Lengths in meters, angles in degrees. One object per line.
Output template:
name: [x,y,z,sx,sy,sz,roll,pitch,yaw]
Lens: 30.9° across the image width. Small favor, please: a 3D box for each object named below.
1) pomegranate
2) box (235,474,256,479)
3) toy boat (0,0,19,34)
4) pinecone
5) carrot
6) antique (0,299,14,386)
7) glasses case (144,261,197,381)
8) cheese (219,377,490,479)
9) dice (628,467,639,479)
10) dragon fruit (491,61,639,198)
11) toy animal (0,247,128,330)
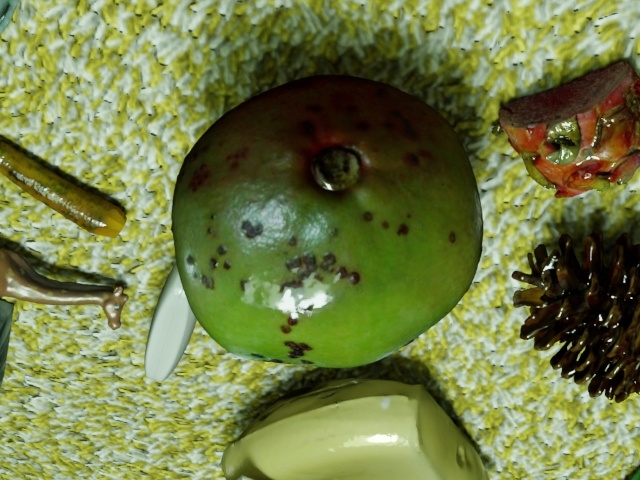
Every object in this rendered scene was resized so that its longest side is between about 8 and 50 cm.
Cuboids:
pomegranate: [-0.004,0.013,1.077,0.291,0.291,0.323,19,133,-1]
box: [-0.014,0.343,1.386,0.220,0.032,0.122,23,146,-13]
toy boat: [-0.291,-0.295,0.913,0.206,0.096,0.282,-31,77,17]
pinecone: [0.264,0.064,1.122,0.165,0.163,0.163,27,133,-6]
carrot: [-0.290,-0.057,1.259,0.171,0.042,0.042,33,131,-11]
antique: [-0.450,0.152,1.459,0.088,0.086,0.183,20,133,-1]
glasses case: [-0.166,0.087,1.325,0.049,0.074,0.193,21,134,-3]
cheese: [0.023,0.272,1.401,0.316,0.128,0.259,-9,130,28]
dice: [0.479,0.402,1.267,0.297,0.300,0.287,22,131,-3]
dragon fruit: [0.229,-0.084,1.043,0.147,0.096,0.102,-27,122,36]
toy animal: [-0.366,0.058,1.342,0.230,0.066,0.224,-35,93,-1]
